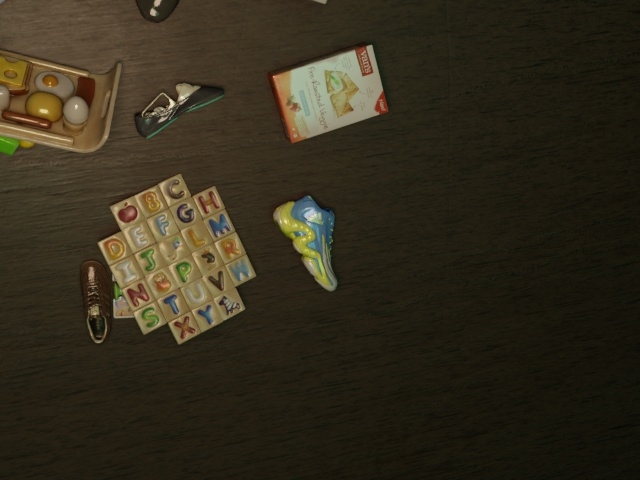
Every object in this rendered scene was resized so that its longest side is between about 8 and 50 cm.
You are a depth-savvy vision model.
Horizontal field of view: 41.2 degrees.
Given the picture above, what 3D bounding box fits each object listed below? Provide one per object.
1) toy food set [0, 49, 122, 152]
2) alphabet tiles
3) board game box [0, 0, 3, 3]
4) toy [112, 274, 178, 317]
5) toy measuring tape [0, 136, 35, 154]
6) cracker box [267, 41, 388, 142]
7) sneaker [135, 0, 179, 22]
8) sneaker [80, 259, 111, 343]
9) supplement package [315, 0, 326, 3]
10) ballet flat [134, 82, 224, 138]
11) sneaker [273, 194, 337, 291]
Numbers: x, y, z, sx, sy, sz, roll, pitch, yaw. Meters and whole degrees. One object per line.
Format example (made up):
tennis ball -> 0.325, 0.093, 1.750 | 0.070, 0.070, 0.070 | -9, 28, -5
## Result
toy food set -> -0.552, -0.301, 1.645 | 0.306, 0.219, 0.092 | 12, 141, -18
alphabet tiles -> -0.312, 0.042, 1.882 | 0.285, 0.011, 0.342 | -27, 101, -15
board game box -> -0.607, -0.563, 1.515 | 0.302, 0.308, 0.086 | -38, 77, -1
toy -> -0.346, 0.111, 1.917 | 0.238, 0.056, 0.136 | -2, 108, -14
toy measuring tape -> -0.714, -0.270, 1.667 | 0.330, 0.121, 0.121 | 22, 100, -26
cracker box -> 0.018, -0.326, 1.871 | 0.232, 0.067, 0.155 | -20, 111, -8
sneaker -> -0.299, -0.572, 1.681 | 0.109, 0.130, 0.286 | 14, 104, -18
sneaker -> -0.491, 0.139, 1.879 | 0.066, 0.071, 0.188 | -9, 109, -12
supplement package -> -0.100, -0.574, 1.690 | 0.244, 0.139, 0.133 | 8, 105, -36
ballet flat -> -0.304, -0.290, 1.799 | 0.203, 0.074, 0.074 | -29, 111, -2
sneaker -> 0.000, 0.000, 1.953 | 0.126, 0.091, 0.240 | -35, 111, -3
